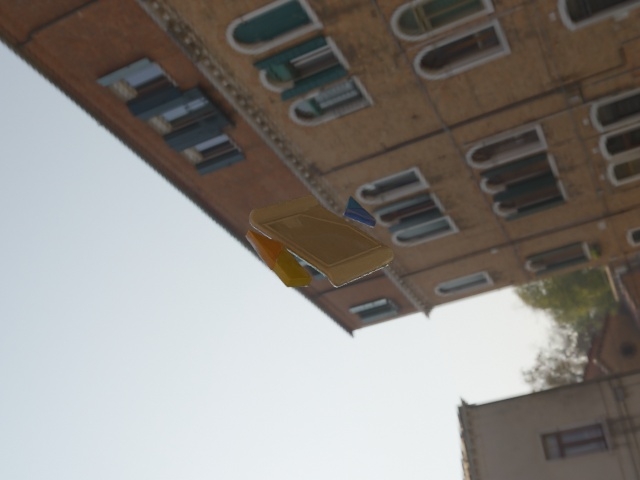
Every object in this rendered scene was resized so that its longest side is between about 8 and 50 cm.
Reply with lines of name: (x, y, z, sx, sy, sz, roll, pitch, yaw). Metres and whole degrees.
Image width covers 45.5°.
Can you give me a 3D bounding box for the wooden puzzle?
wooden puzzle: (0.000, 0.000, 0.467, 0.116, 0.014, 0.078, -12, -136, -46)
